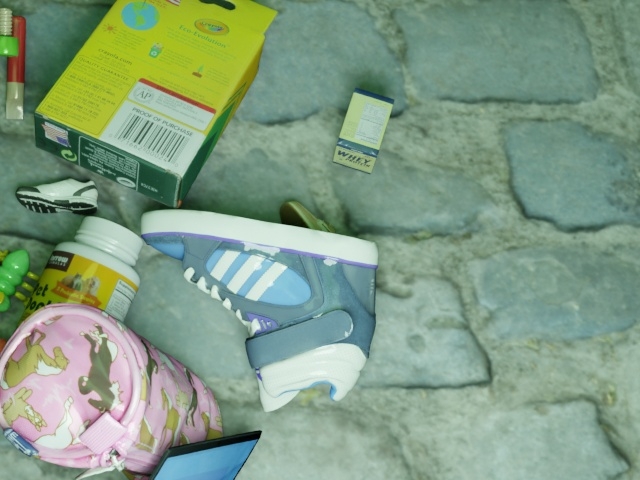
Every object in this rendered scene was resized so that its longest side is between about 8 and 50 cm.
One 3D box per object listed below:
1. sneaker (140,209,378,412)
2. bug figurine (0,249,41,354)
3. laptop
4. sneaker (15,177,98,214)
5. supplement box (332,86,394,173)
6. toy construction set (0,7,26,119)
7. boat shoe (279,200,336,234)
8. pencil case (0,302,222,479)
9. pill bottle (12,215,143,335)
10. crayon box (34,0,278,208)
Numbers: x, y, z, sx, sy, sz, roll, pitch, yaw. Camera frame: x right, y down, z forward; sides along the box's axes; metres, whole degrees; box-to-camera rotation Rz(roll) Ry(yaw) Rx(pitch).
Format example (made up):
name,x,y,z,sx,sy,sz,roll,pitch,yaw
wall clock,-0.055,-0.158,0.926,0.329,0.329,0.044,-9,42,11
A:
name,x,y,z,sx,sy,sz,roll,pitch,yaw
sneaker,-0.091,0.093,1.355,0.323,0.130,0.236,9,88,12
bug figurine,-0.482,0.078,1.362,0.279,0.072,0.216,27,76,3
laptop,-0.131,0.369,1.215,0.137,0.234,0.264,-23,77,20
sneaker,-0.347,-0.061,1.425,0.109,0.040,0.043,6,60,-6
supplement box,0.057,-0.145,1.441,0.056,0.083,0.083,18,76,1
toy construction set,-0.531,-0.183,1.378,0.309,0.257,0.237,-1,95,-26
boat shoe,0.000,0.000,1.425,0.045,0.050,0.135,-36,87,-41
pencil case,-0.219,0.187,1.197,0.160,0.386,0.167,10,76,10
pill bottle,-0.301,0.082,1.345,0.117,0.117,0.214,21,72,2
crayon box,-0.206,-0.213,1.410,0.202,0.081,0.318,24,57,3
